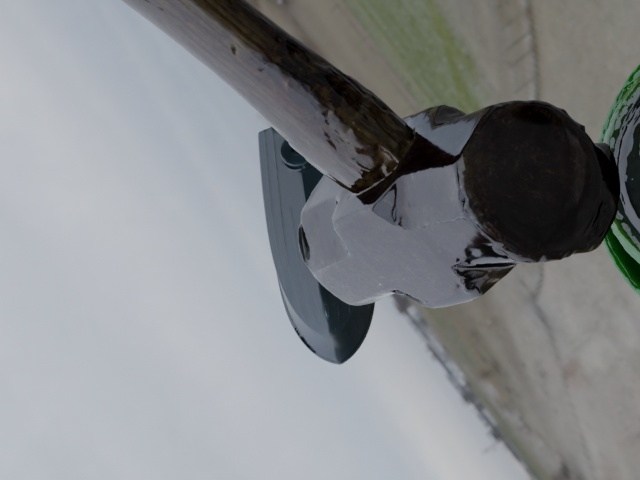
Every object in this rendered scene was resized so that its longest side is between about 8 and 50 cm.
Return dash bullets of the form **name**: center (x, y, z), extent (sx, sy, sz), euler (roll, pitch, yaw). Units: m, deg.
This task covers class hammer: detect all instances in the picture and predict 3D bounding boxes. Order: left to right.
- **hammer**: center (-0.044, -0.116, 0.709), extent (0.409, 0.095, 0.242), euler (40, 161, -11)

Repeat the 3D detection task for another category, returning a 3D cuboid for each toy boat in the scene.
- **toy boat**: center (0.001, 0.000, 1.413), extent (0.122, 0.114, 0.296), euler (54, -155, -66)

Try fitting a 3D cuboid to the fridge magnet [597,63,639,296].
- **fridge magnet**: center (0.259, -0.045, 0.787), extent (0.088, 0.208, 0.208), euler (10, -147, -45)
